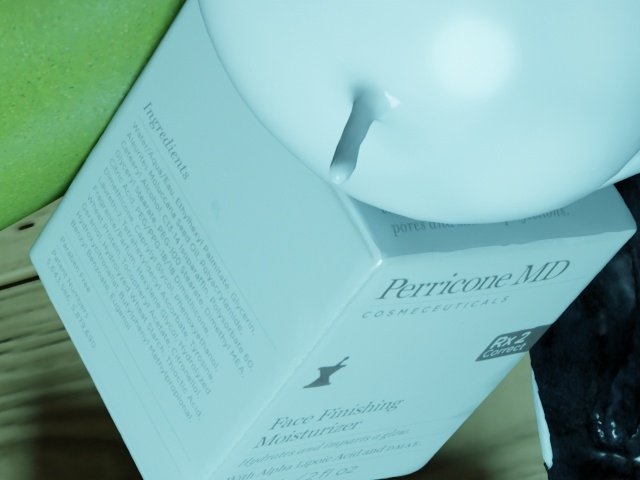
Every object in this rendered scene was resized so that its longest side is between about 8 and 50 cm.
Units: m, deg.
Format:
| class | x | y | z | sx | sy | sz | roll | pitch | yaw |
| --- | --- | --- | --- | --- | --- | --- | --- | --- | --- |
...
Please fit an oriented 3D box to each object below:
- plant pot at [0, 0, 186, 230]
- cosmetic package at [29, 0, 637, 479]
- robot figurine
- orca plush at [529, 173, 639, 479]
| class | x | y | z | sx | sy | sz | roll | pitch | yaw |
| --- | --- | --- | --- | --- | --- | --- | --- | --- | --- |
| plant pot | -0.102 | -0.160 | 0.884 | 0.293 | 0.275 | 0.275 | -21 | 85 | 6 |
| cosmetic package | 0.000 | 0.000 | 0.846 | 0.183 | 0.151 | 0.151 | -53 | 57 | 39 |
| robot figurine | 0.093 | -0.125 | 0.726 | 0.300 | 0.353 | 0.200 | 54 | 135 | 12 |
| orca plush | 0.118 | 0.078 | 0.867 | 0.151 | 0.102 | 0.287 | 20 | 101 | 21 |
